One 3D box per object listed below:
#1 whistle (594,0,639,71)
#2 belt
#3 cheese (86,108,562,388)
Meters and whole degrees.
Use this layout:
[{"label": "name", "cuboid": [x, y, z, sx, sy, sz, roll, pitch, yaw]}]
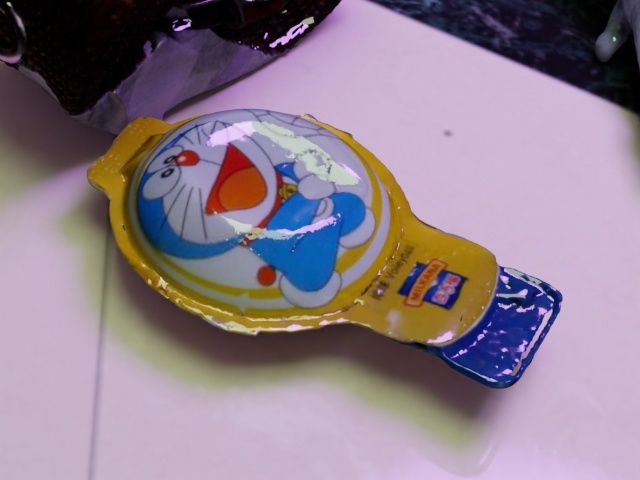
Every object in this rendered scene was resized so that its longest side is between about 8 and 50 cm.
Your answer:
[{"label": "whistle", "cuboid": [0.231, -0.197, 1.190, 0.142, 0.134, 0.346, -16, 54, 17]}, {"label": "belt", "cuboid": [-0.093, -0.186, 1.066, 0.164, 0.184, 0.289, 42, 51, 16]}, {"label": "cheese", "cuboid": [0.000, 0.000, 0.987, 0.270, 0.069, 0.177, 25, 47, 12]}]
